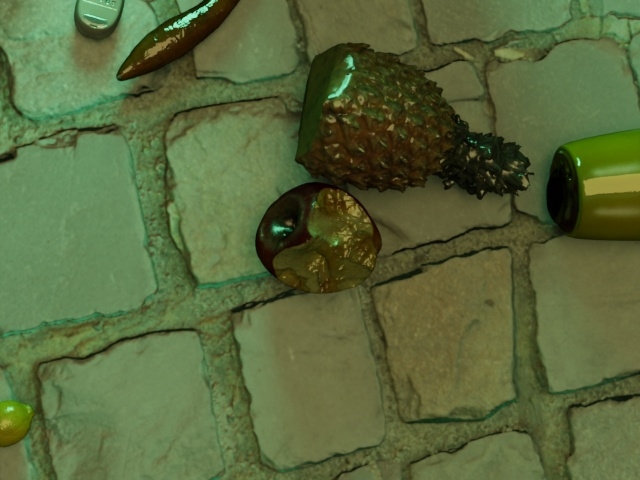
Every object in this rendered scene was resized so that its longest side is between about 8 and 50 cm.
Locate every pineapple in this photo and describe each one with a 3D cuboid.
[{"bbox_3d":[0.140,-0.150,1.912,0.362,0.202,0.202,15,83,-20],"label":"pineapple"}]

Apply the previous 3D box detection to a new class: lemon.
[{"bbox_3d":[-0.427,0.249,1.823,0.083,0.062,0.062,-28,92,-13],"label":"lemon"}]

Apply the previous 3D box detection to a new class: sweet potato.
[{"bbox_3d":[-0.187,-0.305,1.918,0.264,0.057,0.057,-38,94,-16],"label":"sweet potato"}]

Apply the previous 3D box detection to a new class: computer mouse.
[{"bbox_3d":[-0.314,-0.330,1.899,0.066,0.039,0.096,16,75,-11],"label":"computer mouse"}]

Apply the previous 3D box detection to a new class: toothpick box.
[{"bbox_3d":[0.477,-0.083,1.984,0.271,0.175,0.175,-5,87,-10],"label":"toothpick box"}]

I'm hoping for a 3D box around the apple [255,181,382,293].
[{"bbox_3d":[-0.001,-0.001,1.892,0.158,0.147,0.156,29,91,-35],"label":"apple"}]
